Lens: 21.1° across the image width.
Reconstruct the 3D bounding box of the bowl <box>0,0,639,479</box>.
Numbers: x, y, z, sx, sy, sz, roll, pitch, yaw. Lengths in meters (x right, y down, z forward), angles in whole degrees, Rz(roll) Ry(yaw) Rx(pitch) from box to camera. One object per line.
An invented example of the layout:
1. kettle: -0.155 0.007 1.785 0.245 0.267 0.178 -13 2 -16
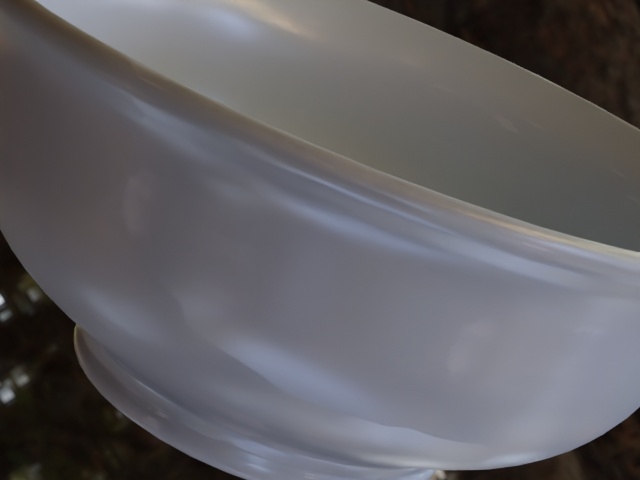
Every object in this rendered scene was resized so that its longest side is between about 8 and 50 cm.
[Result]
1. bowl: 0.000 0.000 0.610 0.298 0.298 0.134 -103 -146 -71
